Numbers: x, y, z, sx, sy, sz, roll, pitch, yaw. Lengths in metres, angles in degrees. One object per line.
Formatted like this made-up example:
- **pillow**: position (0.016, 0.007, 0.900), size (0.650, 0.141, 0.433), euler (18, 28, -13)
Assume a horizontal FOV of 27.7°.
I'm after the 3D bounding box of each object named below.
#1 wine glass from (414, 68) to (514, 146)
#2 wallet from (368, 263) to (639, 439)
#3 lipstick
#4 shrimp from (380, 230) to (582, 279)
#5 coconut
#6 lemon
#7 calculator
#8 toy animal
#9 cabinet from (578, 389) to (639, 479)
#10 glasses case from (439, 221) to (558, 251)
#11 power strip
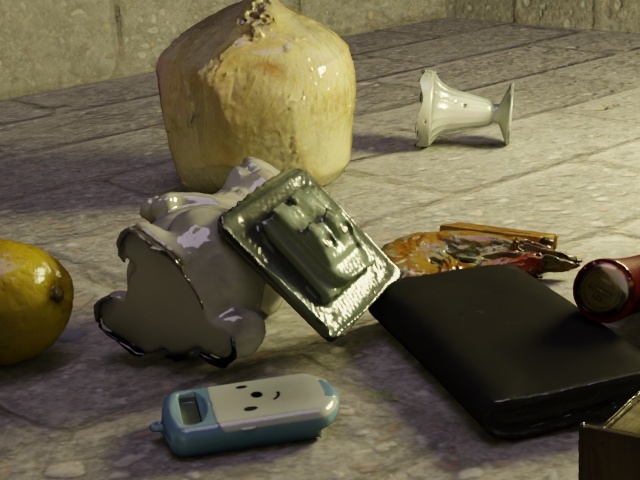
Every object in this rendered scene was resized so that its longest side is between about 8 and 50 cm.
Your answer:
- **wine glass**: position (0.292, -0.266, 2.630), size (0.197, 0.164, 0.165), euler (2, 18, 7)
- **wallet**: position (0.223, 0.121, 1.557), size (0.229, 0.062, 0.406), euler (-8, 19, -14)
- **lipstick**: position (0.385, 0.056, 1.607), size (0.080, 0.080, 0.241), euler (6, 5, 28)
- **shrimp**: position (0.225, 0.033, 1.851), size (0.295, 0.062, 0.154), euler (-4, 29, 9)
- **coconut**: position (-0.118, -0.284, 2.425), size (0.405, 0.404, 0.404), euler (-3, 17, 1)
- **lemon**: position (-0.420, 0.079, 1.647), size (0.207, 0.170, 0.170), euler (-5, 17, 7)
- **calculator**: position (-0.083, 0.191, 1.426), size (0.210, 0.039, 0.121), euler (-7, 16, -9)
- **toy animal**: position (-0.118, 0.023, 1.708), size (0.258, 0.194, 0.357), euler (44, 36, 10)
- **cabinet**: position (0.353, 0.204, 1.110), size (0.215, 0.148, 0.175), euler (8, 21, 36)
- **glasses case**: position (0.269, 0.002, 1.963), size (0.170, 0.041, 0.065), euler (7, 9, 33)
- **power strip**: position (0.000, 0.000, 1.621), size (0.064, 0.213, 0.198), euler (-45, -1, 40)
